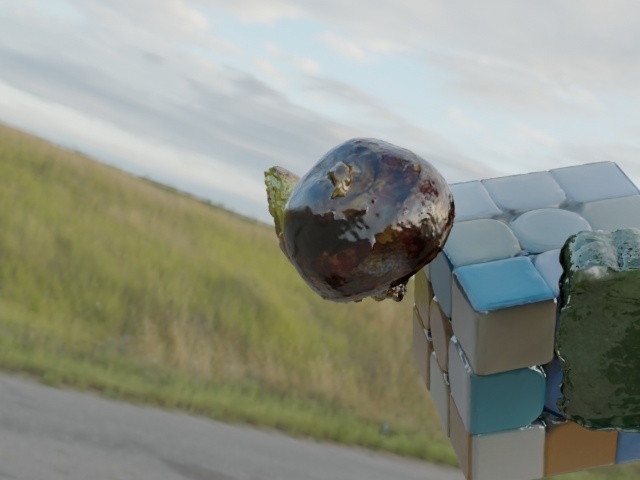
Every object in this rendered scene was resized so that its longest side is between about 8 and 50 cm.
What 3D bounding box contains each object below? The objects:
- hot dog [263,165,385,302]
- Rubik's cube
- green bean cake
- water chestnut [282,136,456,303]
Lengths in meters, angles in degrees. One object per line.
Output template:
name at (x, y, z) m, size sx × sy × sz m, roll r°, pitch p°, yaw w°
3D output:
hot dog at (-0.005, 0.003, 1.724) m, size 0.261 × 0.093 × 0.123 m, roll 51°, pitch 30°, yaw 7°
Rubik's cube at (0.341, 0.119, 1.752) m, size 0.347 × 0.344 × 0.347 m, roll -8°, pitch 35°, yaw -6°
green bean cake at (0.402, 0.106, 1.360) m, size 0.255 × 0.241 × 0.132 m, roll -3°, pitch 28°, yaw 9°
water chestnut at (0.066, -0.018, 1.500) m, size 0.238 × 0.223 × 0.224 m, roll 51°, pitch -19°, yaw -28°
